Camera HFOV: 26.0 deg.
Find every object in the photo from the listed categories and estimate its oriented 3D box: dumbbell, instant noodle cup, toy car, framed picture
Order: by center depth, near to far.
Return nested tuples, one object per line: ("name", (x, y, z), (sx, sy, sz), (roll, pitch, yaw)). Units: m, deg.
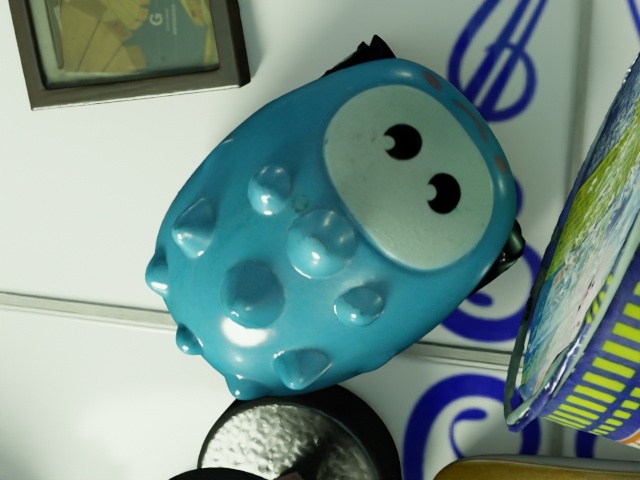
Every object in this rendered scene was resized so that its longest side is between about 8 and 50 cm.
("instant noodle cup", (0.299, 0.037, 0.796), (0.312, 0.284, 0.284), (23, 113, 1))
("toy car", (0.000, 0.000, 0.905), (0.255, 0.190, 0.188), (-34, 94, 22))
("dumbbell", (-0.039, 0.201, 0.965), (0.152, 0.218, 0.152), (5, 108, 16))
("framed picture", (-0.141, -0.163, 0.986), (0.168, 0.023, 0.128), (-4, 106, 19))

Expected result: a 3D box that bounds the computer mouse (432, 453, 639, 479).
("computer mouse", (0.224, 0.223, 0.971), (0.310, 0.072, 0.158), (1, 109, 16))
